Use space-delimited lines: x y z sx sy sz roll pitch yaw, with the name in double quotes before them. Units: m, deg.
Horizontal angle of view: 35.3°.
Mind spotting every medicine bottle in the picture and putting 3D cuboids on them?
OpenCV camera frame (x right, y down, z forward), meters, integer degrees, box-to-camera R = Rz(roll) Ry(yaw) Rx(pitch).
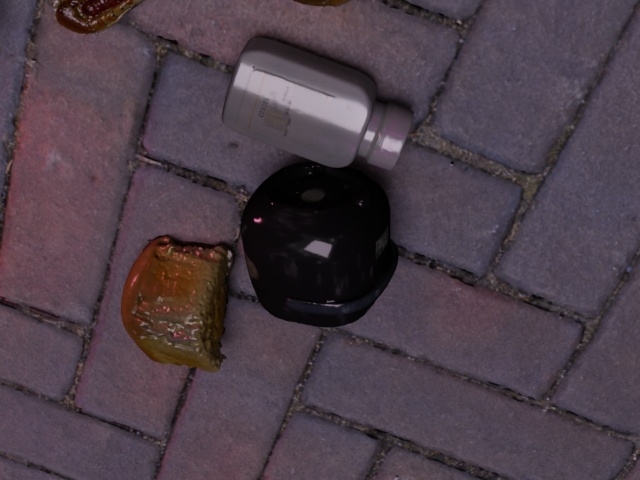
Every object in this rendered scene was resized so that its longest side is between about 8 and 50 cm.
"medicine bottle" -0.002 -0.213 1.643 0.296 0.111 0.161 20 125 0

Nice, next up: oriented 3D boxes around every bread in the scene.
"bread" -0.280 0.129 1.884 0.204 0.162 0.262 9 110 18

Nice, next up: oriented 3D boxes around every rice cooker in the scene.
"rice cooker" 0.000 0.000 1.695 0.267 0.267 0.225 3 124 9

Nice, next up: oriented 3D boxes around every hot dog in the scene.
"hot dog" -0.321 -0.416 1.593 0.252 0.069 0.131 -20 116 20

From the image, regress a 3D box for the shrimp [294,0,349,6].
"shrimp" -0.003 -0.413 1.546 0.187 0.052 0.133 -12 119 14
